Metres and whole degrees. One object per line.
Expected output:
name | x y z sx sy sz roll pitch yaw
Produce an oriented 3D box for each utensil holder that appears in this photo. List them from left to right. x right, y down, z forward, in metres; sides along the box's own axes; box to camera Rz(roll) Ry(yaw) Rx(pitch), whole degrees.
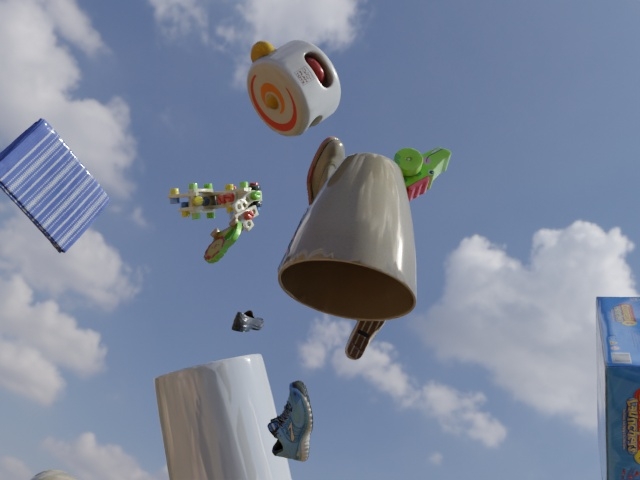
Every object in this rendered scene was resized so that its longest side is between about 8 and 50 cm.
utensil holder | -0.262 0.525 1.900 0.328 0.385 0.327 -12 -11 -2

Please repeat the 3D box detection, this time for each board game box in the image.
board game box | 0.510 0.283 1.175 0.086 0.308 0.301 -2 -75 19

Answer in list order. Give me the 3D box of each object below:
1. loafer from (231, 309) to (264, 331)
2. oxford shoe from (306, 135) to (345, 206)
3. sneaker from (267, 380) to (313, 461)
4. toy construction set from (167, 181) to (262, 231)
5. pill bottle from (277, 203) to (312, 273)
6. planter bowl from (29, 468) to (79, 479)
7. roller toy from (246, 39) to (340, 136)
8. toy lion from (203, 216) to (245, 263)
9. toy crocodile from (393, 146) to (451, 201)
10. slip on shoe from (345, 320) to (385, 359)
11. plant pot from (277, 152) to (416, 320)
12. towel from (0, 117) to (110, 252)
loafer | -0.223 0.253 2.250 0.062 0.061 0.170 9 1 18
oxford shoe | 0.037 -0.115 1.998 0.130 0.348 0.123 20 19 41
sneaker | -0.053 0.313 1.209 0.073 0.063 0.162 1 -66 -10
toy construction set | -0.315 -0.125 2.302 0.328 0.151 0.215 14 12 37
pill bottle | 0.000 0.000 1.704 0.131 0.130 0.245 25 -67 -3
planter bowl | -0.513 0.508 1.351 0.162 0.162 0.109 40 0 -27
roller toy | -0.066 -0.339 1.586 0.191 0.146 0.209 29 -38 32
toy lion | -0.218 0.005 1.577 0.100 0.096 0.034 -28 -55 32
toy crocodile | 0.147 -0.111 1.553 0.105 0.341 0.115 56 -23 25
slip on shoe | 0.092 0.182 1.438 0.052 0.135 0.041 29 -14 -3
plant pot | 0.076 -0.021 1.355 0.257 0.273 0.256 11 -28 6
towel | -0.785 -0.157 2.065 0.040 0.243 0.336 2 -43 38
